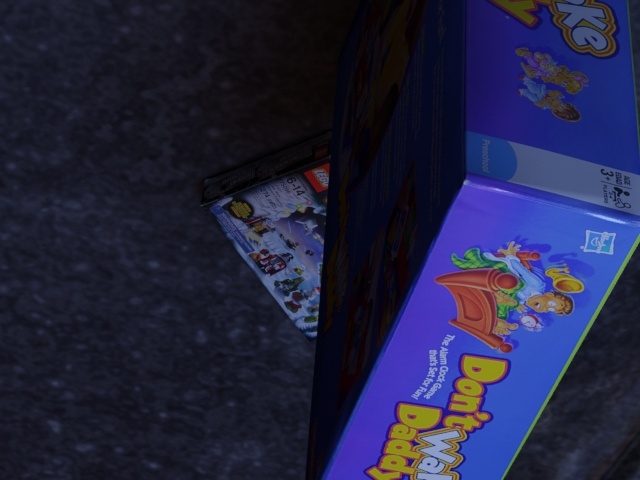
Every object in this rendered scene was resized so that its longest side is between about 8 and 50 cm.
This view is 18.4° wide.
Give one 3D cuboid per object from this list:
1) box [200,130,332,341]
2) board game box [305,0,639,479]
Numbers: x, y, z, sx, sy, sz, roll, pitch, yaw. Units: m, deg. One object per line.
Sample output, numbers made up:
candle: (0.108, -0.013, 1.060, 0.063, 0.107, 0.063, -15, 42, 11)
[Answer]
box: (0.000, 0.000, 1.242, 0.094, 0.027, 0.137, -21, 128, 22)
board game box: (0.069, -0.055, 0.962, 0.078, 0.347, 0.233, 14, 134, -9)
